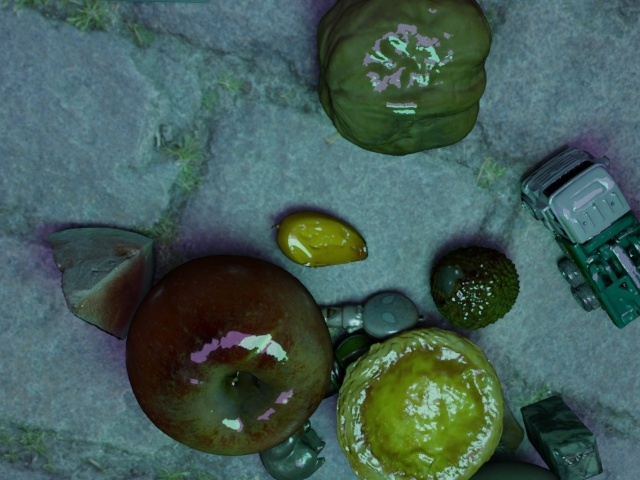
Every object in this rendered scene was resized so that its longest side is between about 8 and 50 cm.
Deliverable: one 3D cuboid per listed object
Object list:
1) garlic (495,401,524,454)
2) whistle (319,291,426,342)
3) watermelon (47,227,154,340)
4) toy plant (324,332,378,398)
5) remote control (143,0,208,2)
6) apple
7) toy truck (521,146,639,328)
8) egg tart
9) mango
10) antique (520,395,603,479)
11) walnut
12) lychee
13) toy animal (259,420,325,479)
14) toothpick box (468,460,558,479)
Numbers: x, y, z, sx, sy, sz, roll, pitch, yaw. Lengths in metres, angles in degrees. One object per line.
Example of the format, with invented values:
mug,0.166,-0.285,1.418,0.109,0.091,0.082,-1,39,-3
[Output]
garlic,0.353,0.369,1.555,0.084,0.066,0.152,-44,113,-23
whistle,0.087,0.147,1.441,0.220,0.107,0.057,-1,133,5
watermelon,-0.393,0.086,1.334,0.136,0.202,0.207,6,106,31
toy plant,0.047,0.232,1.458,0.162,0.093,0.093,-27,107,-3
remote control,-0.279,-0.431,1.251,0.244,0.047,0.087,-1,109,-6
apple,-0.156,0.189,1.322,0.348,0.277,0.349,-3,108,-8
toy truck,0.526,0.008,1.416,0.176,0.178,0.363,-36,104,4
egg tart,0.174,0.308,1.410,0.318,0.128,0.319,0,89,-10
mango,0.000,0.000,1.400,0.187,0.066,0.101,9,96,-15
antique,0.472,0.392,1.510,0.088,0.183,0.086,-19,108,-1
walnut,0.131,-0.273,1.241,0.276,0.253,0.282,0,105,-7
lychee,0.287,0.086,1.418,0.171,0.171,0.171,-2,106,-7
toy animal,-0.098,0.367,1.467,0.236,0.108,0.138,37,99,-15
toothpick box,0.290,0.643,1.436,0.425,0.409,0.409,-21,107,6
